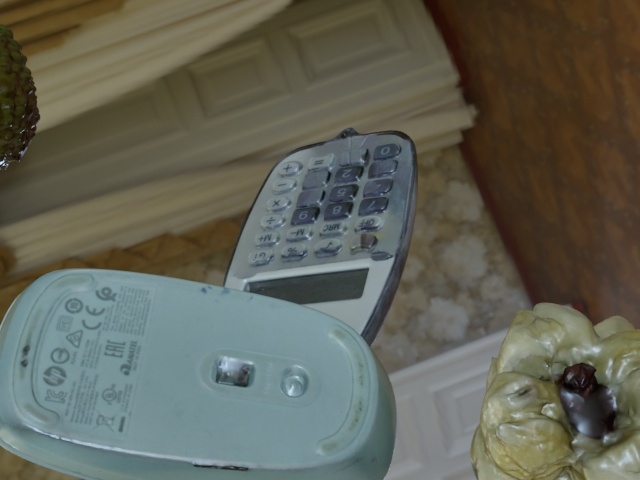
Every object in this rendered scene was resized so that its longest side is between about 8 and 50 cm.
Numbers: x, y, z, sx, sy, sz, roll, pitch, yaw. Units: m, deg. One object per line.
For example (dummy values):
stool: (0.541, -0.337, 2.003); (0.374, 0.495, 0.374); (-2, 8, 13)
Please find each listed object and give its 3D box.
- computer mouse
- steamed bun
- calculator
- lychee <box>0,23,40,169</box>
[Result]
computer mouse: (-0.087, 0.113, 0.805); (0.097, 0.289, 0.159); (105, 173, -54)
steamed bun: (0.222, 0.128, 0.906); (0.106, 0.178, 0.192); (101, -172, -58)
calculator: (0.000, 0.000, 1.000); (0.040, 0.177, 0.268); (52, -138, -44)
lychee: (-0.326, -0.126, 0.948); (0.171, 0.171, 0.171); (159, 90, -84)
